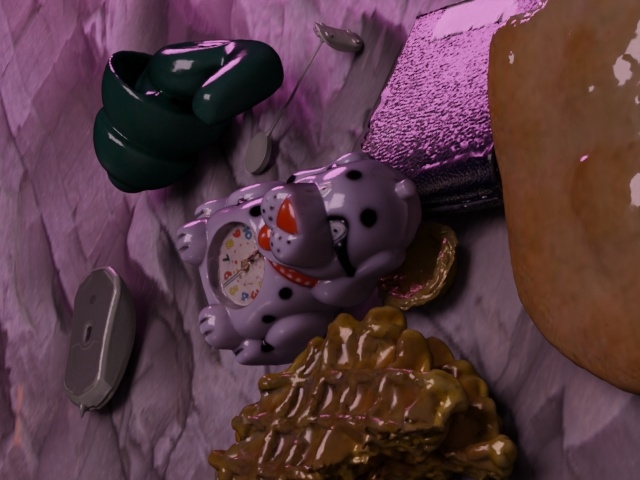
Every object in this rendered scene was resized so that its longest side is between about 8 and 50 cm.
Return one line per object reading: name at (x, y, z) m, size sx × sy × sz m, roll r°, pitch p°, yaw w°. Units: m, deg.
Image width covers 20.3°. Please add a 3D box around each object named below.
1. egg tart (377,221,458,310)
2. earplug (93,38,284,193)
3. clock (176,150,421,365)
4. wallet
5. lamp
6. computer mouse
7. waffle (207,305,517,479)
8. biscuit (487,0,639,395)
egg tart at (0.101, 0.029, 1.762) m, size 0.105 × 0.039 × 0.105 m, roll -30°, pitch 45°, yaw 35°
earplug at (-0.158, -0.147, 2.090) m, size 0.280 × 0.164 × 0.257 m, roll -56°, pitch 46°, yaw 29°
clock at (-0.004, 0.001, 1.758) m, size 0.254 × 0.189 × 0.189 m, roll -33°, pitch 43°, yaw 47°
wallet at (0.145, -0.137, 1.815) m, size 0.221 × 0.071 × 0.262 m, roll -13°, pitch 53°, yaw 50°
lamp at (-0.024, -0.157, 2.048) m, size 0.198 × 0.056 × 0.050 m, roll -59°, pitch 34°, yaw 19°
computer mouse at (-0.252, 0.122, 2.090) m, size 0.089 × 0.056 × 0.182 m, roll -15°, pitch 62°, yaw 49°
waffle at (0.022, 0.227, 1.632) m, size 0.324 × 0.151 × 0.261 m, roll -54°, pitch 32°, yaw 2°
biscuit at (0.303, -0.086, 1.493) m, size 0.429 × 0.104 × 0.446 m, roll -13°, pitch 70°, yaw 44°
